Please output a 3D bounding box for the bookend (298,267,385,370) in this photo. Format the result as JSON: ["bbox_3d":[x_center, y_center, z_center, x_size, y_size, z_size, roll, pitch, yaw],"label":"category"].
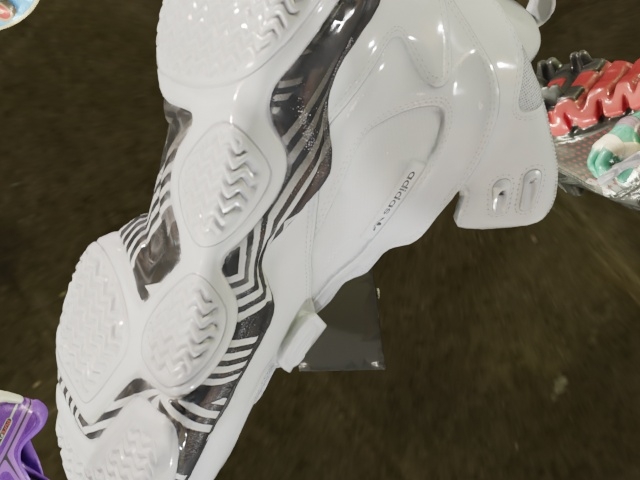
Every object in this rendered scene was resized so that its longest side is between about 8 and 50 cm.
[{"bbox_3d":[0.013,-0.002,1.586,0.072,0.157,0.156,-1,50,6],"label":"bookend"}]

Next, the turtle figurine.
[{"bbox_3d":[0.276,-0.066,1.315,0.175,0.234,0.118,21,96,6],"label":"turtle figurine"}]

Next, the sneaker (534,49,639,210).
[{"bbox_3d":[0.286,-0.094,1.628,0.276,0.097,0.135,-7,117,41],"label":"sneaker"}]

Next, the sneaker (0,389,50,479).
[{"bbox_3d":[-0.198,0.173,1.230,0.071,0.068,0.170,5,114,-8],"label":"sneaker"}]

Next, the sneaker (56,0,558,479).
[{"bbox_3d":[0.000,0.000,1.039,0.210,0.137,0.366,6,110,-35],"label":"sneaker"}]

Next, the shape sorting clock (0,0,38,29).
[{"bbox_3d":[-0.327,-0.245,1.643,0.206,0.206,0.040,21,52,1],"label":"shape sorting clock"}]
